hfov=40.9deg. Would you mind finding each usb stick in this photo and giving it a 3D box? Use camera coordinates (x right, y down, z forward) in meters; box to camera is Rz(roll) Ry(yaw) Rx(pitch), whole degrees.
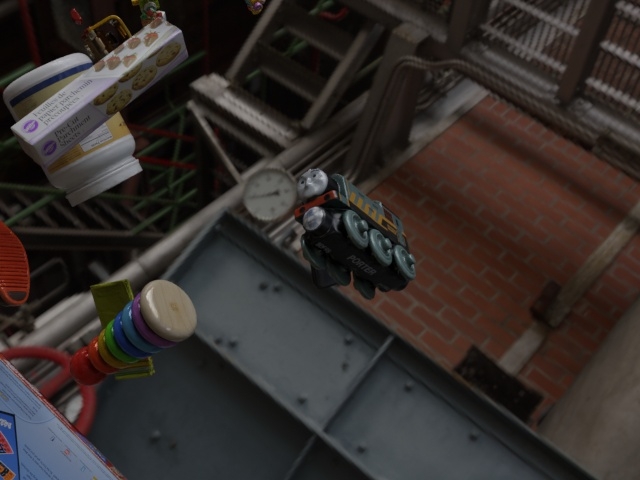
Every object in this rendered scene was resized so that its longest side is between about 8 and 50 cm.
[{"bbox_3d":[0.000,0.000,2.382,0.045,0.077,0.278,-140,-140,-67],"label":"usb stick"}]

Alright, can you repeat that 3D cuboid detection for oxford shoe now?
[{"bbox_3d":[-0.581,0.009,1.460,0.271,0.098,0.097,59,16,19],"label":"oxford shoe"}]

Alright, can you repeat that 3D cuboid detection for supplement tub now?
[{"bbox_3d":[-0.588,-0.263,2.067,0.228,0.228,0.316,-12,-72,54],"label":"supplement tub"}]

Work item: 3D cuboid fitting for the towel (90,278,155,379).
[{"bbox_3d":[-0.465,0.212,2.012,0.102,0.021,0.237,-12,-81,13],"label":"towel"}]

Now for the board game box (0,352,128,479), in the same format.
[{"bbox_3d":[-0.399,0.292,1.163,0.281,0.145,0.027,38,-6,20],"label":"board game box"}]

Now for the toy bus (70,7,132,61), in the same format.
[{"bbox_3d":[-0.552,-0.524,2.246,0.202,0.104,0.191,47,-14,27],"label":"toy bus"}]

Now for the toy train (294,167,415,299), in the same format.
[{"bbox_3d":[0.066,-0.013,1.681,0.142,0.190,0.334,-29,-37,24],"label":"toy train"}]

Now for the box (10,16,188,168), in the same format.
[{"bbox_3d":[-0.359,-0.250,1.428,0.063,0.324,0.067,35,-24,26],"label":"box"}]

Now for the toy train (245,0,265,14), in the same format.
[{"bbox_3d":[-0.172,-0.603,2.044,0.125,0.046,0.166,54,0,-7],"label":"toy train"}]

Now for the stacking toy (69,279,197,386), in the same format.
[{"bbox_3d":[-0.419,0.221,1.846,0.330,0.141,0.141,-36,-87,28],"label":"stacking toy"}]

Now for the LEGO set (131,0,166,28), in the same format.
[{"bbox_3d":[-0.275,-0.453,1.511,0.287,0.132,0.107,-49,-131,37],"label":"LEGO set"}]
